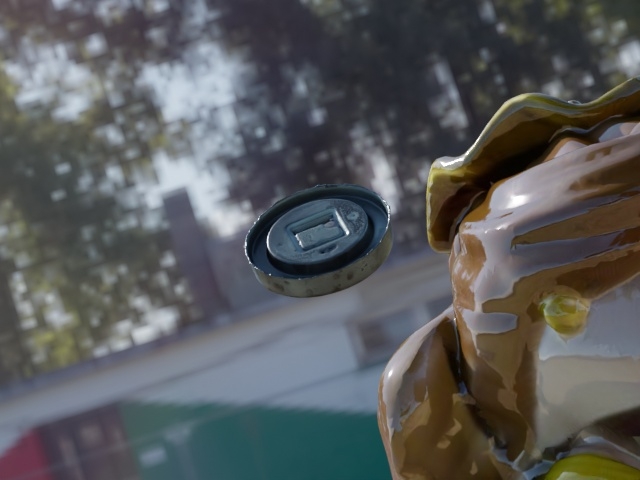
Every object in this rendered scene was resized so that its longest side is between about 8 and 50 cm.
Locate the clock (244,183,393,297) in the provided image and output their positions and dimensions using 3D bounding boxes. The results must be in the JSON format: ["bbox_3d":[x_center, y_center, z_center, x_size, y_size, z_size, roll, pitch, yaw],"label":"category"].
[{"bbox_3d":[0.000,0.000,1.078,0.085,0.017,0.085,-12,36,9],"label":"clock"}]

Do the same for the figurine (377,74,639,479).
[{"bbox_3d":[0.087,0.064,0.562,0.189,0.263,0.142,-8,-37,31],"label":"figurine"}]
